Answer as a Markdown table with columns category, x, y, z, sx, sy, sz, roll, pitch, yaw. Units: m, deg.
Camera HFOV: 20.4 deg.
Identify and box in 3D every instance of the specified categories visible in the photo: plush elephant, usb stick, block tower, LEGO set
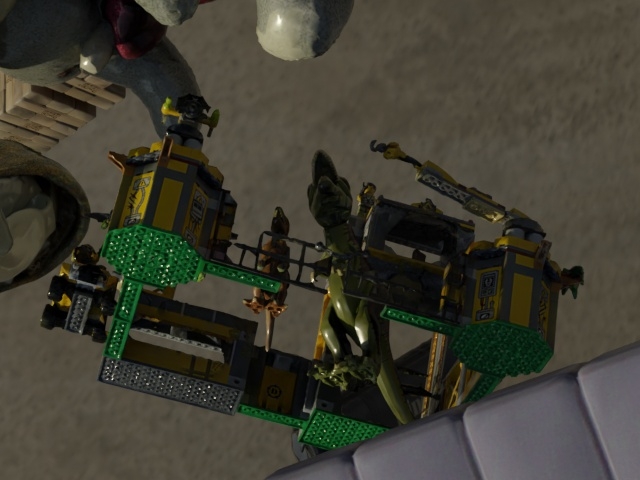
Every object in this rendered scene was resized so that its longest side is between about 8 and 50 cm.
| category | x | y | z | sx | sy | sz | roll | pitch | yaw |
| --- | --- | --- | --- | --- | --- | --- | --- | --- | --- |
| plush elephant | -0.127 | -0.178 | 1.159 | 0.330 | 0.272 | 0.255 | 31 | 123 | -4 |
| usb stick | 0.077 | 0.149 | 1.647 | 0.045 | 0.278 | 0.077 | -17 | 97 | 46 |
| block tower | -0.344 | -0.146 | 1.971 | 0.091 | 0.097 | 0.335 | 21 | 145 | -39 |
| LEGO set | 0.000 | 0.000 | 1.162 | 0.331 | 0.192 | 0.255 | 11 | 145 | 0 |

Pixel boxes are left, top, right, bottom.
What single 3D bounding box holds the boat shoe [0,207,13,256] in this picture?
| category | x | y | z | sx | sy | sz | roll | pitch | yaw |
| --- | --- | --- | --- | --- | --- | --- | --- | --- | --- |
| boat shoe | -0.268 | 0.039 | 0.721 | 0.302 | 0.109 | 0.094 | -31 | 102 | -1 |

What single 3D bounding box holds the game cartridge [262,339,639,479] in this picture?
| category | x | y | z | sx | sy | sz | roll | pitch | yaw |
| --- | --- | --- | --- | --- | --- | --- | --- | --- | --- |
| game cartridge | 0.140 | 0.198 | 0.499 | 0.230 | 0.068 | 0.355 | -23 | 82 | 25 |

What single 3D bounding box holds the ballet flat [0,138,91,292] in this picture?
| category | x | y | z | sx | sy | sz | roll | pitch | yaw |
| --- | --- | --- | --- | --- | --- | --- | --- | --- | --- |
| ballet flat | -0.296 | 0.020 | 1.202 | 0.123 | 0.348 | 0.123 | 20 | 123 | 35 |
